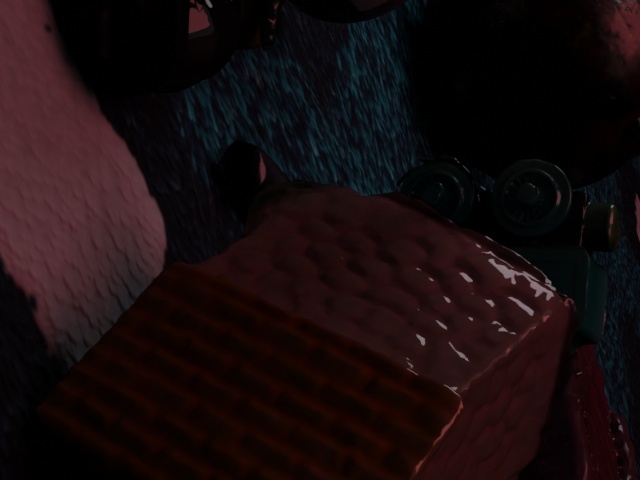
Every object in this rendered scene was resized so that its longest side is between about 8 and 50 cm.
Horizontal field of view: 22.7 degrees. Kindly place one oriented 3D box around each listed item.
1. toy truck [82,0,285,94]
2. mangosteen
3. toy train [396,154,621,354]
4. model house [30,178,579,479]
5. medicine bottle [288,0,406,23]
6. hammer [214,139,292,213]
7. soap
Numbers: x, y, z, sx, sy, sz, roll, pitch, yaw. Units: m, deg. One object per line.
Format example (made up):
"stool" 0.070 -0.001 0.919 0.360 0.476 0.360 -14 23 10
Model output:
"toy truck" -0.078 -0.174 1.014 0.224 0.147 0.165 -15 112 -74
"mangosteen" 0.248 -0.205 1.743 0.311 0.311 0.311 -17 90 -72
"toy train" 0.132 0.018 1.237 0.107 0.198 0.154 31 62 -66
"model house" -0.020 0.123 0.849 0.237 0.202 0.237 -32 143 -48
"medicine bottle" -0.015 -0.293 1.221 0.273 0.165 0.165 40 37 -60
"hammer" 0.000 0.000 1.209 0.290 0.037 0.137 47 32 -53
"soap" 0.238 0.222 1.595 0.182 0.112 0.289 64 21 -17
